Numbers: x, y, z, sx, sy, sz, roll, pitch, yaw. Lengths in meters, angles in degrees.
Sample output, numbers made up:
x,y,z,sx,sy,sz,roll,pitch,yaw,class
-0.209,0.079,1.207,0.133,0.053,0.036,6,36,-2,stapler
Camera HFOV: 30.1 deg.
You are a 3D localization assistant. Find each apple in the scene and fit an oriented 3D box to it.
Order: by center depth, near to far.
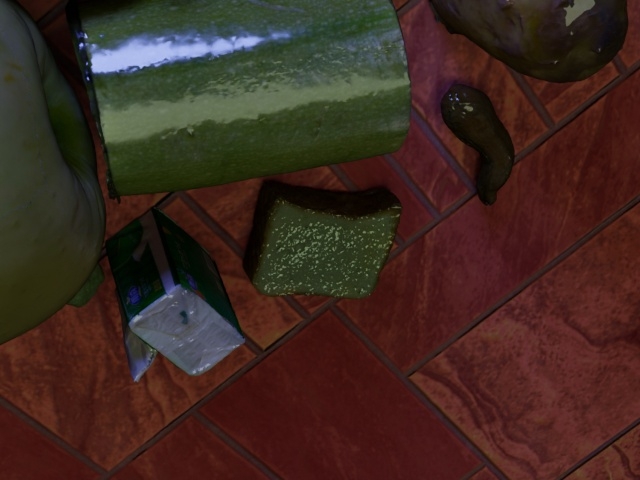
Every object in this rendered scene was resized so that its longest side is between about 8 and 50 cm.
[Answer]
x,y,z,sx,sy,sz,roll,pitch,yaw,class
-0.474,-0.074,1.348,0.473,0.474,0.474,-10,125,-14,apple

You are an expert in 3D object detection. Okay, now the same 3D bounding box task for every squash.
x,y,z,sx,sy,sz,roll,pitch,yaw,class
-0.108,-0.203,1.500,0.384,0.263,0.263,-11,126,-11,squash

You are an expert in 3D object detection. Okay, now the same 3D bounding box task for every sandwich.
x,y,z,sx,sy,sz,roll,pitch,yaw,class
0.000,0.000,1.795,0.214,0.065,0.186,5,121,-22,sandwich

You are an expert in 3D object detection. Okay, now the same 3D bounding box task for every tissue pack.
x,y,z,sx,sy,sz,roll,pitch,yaw,class
-0.227,0.086,1.681,0.156,0.209,0.148,-37,127,7,tissue pack

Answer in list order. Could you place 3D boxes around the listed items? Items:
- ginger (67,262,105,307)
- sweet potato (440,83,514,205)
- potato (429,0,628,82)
x,y,z,sx,sy,sz,roll,pitch,yaw,class
-0.452,0.071,1.671,0.289,0.089,0.137,-23,109,-10,ginger
0.244,-0.149,1.790,0.081,0.062,0.233,-20,132,13,sweet potato
0.300,-0.354,1.557,0.301,0.237,0.289,-39,126,8,potato
